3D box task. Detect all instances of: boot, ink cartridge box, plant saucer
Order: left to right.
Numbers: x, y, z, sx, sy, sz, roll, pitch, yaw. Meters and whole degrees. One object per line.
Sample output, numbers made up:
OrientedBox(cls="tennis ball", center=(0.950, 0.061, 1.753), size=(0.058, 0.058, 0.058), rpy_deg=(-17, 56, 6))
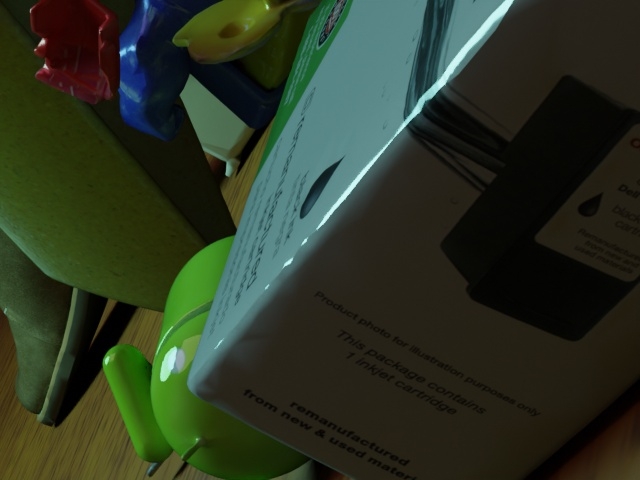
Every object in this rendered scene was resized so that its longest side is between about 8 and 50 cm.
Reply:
OrientedBox(cls="plant saucer", center=(-0.173, -0.139, 0.890), size=(0.081, 0.333, 0.333), rpy_deg=(-31, 44, 6))
OrientedBox(cls="boot", center=(-0.190, 0.002, 1.318), size=(0.112, 0.115, 0.305), rpy_deg=(-79, 2, -46))
OrientedBox(cls="ink cartridge box", center=(0.063, -0.051, 0.470), size=(0.208, 0.087, 0.153), rpy_deg=(-50, 17, 45))

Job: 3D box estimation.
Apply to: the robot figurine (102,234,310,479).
OrientedBox(cls="robot figurine", center=(-0.024, 0.040, 0.697), size=(0.101, 0.067, 0.115), rpy_deg=(-28, 20, 13))

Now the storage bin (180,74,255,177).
OrientedBox(cls="storage bin", center=(-0.031, -0.220, 1.211), size=(0.262, 0.123, 0.260), rpy_deg=(-56, 13, 30))

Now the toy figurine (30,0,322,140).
OrientedBox(cls="toy figurine", center=(-0.011, -0.161, 0.782), size=(0.362, 0.191, 0.217), rpy_deg=(-48, -14, -24))

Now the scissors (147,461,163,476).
OrientedBox(cls="scissors", center=(0.000, 0.000, 0.827), size=(0.297, 0.021, 0.109), rpy_deg=(-51, 16, 49))
